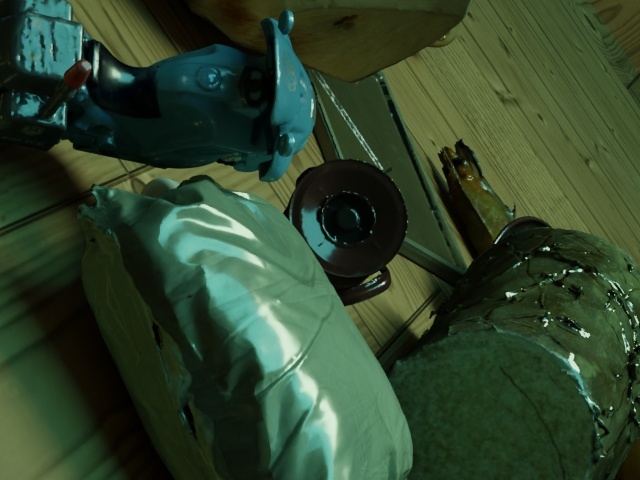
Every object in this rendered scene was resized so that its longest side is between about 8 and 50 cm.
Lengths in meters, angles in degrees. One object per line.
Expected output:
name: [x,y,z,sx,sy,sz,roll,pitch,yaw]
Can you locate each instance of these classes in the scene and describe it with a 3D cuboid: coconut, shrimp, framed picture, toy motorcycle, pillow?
coconut: [0.004,-0.338,1.669,0.415,0.345,0.415,26,20,-10]
shrimp: [0.214,-0.007,2.047,0.249,0.068,0.150,63,8,5]
framed picture: [0.053,-0.108,1.890,0.232,0.024,0.315,30,34,-50]
toy motorcycle: [-0.115,-0.103,1.211,0.272,0.182,0.124,10,68,-27]
pillow: [-0.045,0.086,1.219,0.310,0.138,0.283,58,14,6]

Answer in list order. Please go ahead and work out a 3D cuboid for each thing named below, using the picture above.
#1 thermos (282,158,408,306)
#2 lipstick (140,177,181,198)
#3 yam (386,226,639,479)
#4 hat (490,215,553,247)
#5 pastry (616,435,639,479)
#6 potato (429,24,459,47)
thermos: [0.003,-0.001,1.431,0.232,0.099,0.124,133,-55,-77]
lipstick: [-0.094,-0.021,1.402,0.141,0.040,0.040,17,43,-59]
yam: [0.174,0.129,1.513,0.241,0.241,0.348,55,23,-1]
hat: [0.190,0.066,1.861,0.193,0.082,0.193,-9,102,-49]
pastry: [0.483,0.284,1.904,0.409,0.245,0.409,48,26,-33]
potato: [0.109,-0.370,2.259,0.161,0.128,0.235,15,50,-55]
